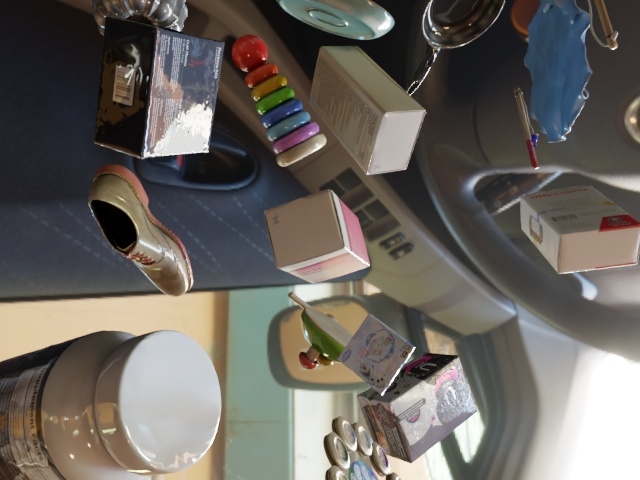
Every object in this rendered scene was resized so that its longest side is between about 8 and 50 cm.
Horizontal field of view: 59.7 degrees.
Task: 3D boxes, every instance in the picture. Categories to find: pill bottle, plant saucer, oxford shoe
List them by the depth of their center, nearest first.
[{"bbox_3d":[-0.252,0.185,0.588,0.278,0.162,0.162,-18,160,27],"label":"pill bottle"},{"bbox_3d":[-0.393,0.013,1.200,0.122,0.130,0.348,-18,124,15],"label":"oxford shoe"},{"bbox_3d":[0.023,-0.559,1.363,0.317,0.044,0.317,18,-173,-2],"label":"plant saucer"}]

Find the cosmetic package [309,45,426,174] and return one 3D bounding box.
[{"bbox_3d":[0.096,-0.308,1.287,0.113,0.310,0.160,-11,138,-27],"label":"cosmetic package"}]

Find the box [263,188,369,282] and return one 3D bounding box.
[{"bbox_3d":[0.000,0.000,1.181,0.148,0.127,0.232,-18,164,13],"label":"box"}]

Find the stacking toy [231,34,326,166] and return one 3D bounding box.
[{"bbox_3d":[-0.116,-0.362,1.414,0.141,0.331,0.141,-27,-170,5],"label":"stacking toy"}]

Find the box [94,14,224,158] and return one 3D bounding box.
[{"bbox_3d":[-0.455,-0.428,1.596,0.178,0.344,0.312,19,-163,20],"label":"box"}]

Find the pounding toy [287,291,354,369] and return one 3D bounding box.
[{"bbox_3d":[-0.003,0.247,1.356,0.182,0.110,0.237,33,-175,-30],"label":"pounding toy"}]

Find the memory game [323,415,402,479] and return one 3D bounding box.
[{"bbox_3d":[0.057,0.258,0.532,0.012,0.186,0.186,-32,158,14],"label":"memory game"}]

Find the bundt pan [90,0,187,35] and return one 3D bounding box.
[{"bbox_3d":[-0.631,-0.773,1.938,0.330,0.124,0.331,-4,154,-2],"label":"bundt pan"}]

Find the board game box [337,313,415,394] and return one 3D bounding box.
[{"bbox_3d":[0.088,0.178,0.878,0.090,0.090,0.020,35,-178,22],"label":"board game box"}]

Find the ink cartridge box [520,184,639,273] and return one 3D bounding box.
[{"bbox_3d":[0.744,-0.039,1.624,0.225,0.131,0.306,-8,-156,3],"label":"ink cartridge box"}]

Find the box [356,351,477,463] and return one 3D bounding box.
[{"bbox_3d":[0.243,0.404,1.387,0.247,0.164,0.142,-23,-174,-32],"label":"box"}]

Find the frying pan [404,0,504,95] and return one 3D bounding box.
[{"bbox_3d":[0.309,-0.484,1.297,0.197,0.053,0.326,-12,150,-13],"label":"frying pan"}]

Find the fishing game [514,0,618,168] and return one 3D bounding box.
[{"bbox_3d":[0.289,-0.214,0.673,0.041,0.189,0.264,-5,155,2],"label":"fishing game"}]
